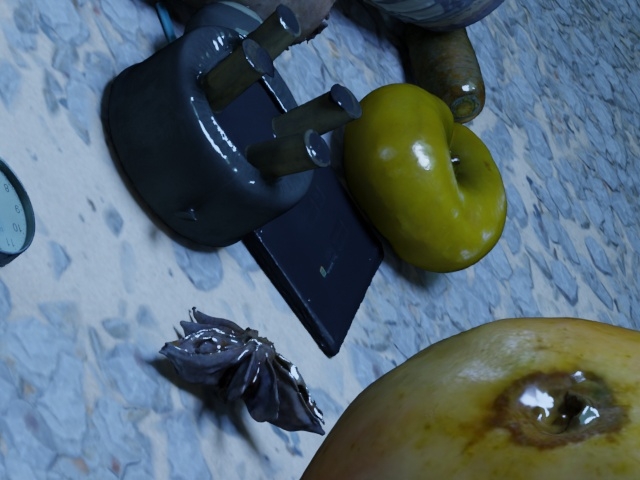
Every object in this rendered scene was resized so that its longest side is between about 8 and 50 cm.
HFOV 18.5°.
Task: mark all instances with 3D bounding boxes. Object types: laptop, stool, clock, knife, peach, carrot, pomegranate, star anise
[{"bbox_3d":[0.000,0.000,1.626,0.135,0.016,0.197,55,27,-15],"label":"laptop"},{"bbox_3d":[-0.068,-0.108,1.477,0.153,0.139,0.228,24,45,-46],"label":"stool"},{"bbox_3d":[-0.217,-0.024,1.263,0.085,0.017,0.085,42,32,-34],"label":"clock"},{"bbox_3d":[-0.115,-0.153,1.585,0.014,0.005,0.091,4,61,-54],"label":"knife"},{"bbox_3d":[0.092,-0.057,1.749,0.179,0.103,0.179,46,26,-30],"label":"peach"},{"bbox_3d":[0.112,-0.240,2.014,0.070,0.070,0.342,40,27,-36],"label":"carrot"},{"bbox_3d":[0.152,0.253,1.253,0.411,0.411,0.411,41,32,-34],"label":"pomegranate"},{"bbox_3d":[-0.065,0.088,1.385,0.129,0.056,0.124,21,21,-47],"label":"star anise"}]

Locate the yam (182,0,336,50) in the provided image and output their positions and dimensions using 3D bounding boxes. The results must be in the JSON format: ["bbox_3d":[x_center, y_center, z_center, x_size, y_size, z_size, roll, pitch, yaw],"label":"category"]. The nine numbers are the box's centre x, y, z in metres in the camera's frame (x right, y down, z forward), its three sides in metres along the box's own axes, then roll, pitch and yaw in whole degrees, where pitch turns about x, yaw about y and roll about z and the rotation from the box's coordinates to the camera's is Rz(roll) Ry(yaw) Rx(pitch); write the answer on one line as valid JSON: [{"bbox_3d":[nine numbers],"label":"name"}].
[{"bbox_3d":[-0.096,-0.251,1.588,0.238,0.129,0.128,27,52,-44],"label":"yam"}]

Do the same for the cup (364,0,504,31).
[{"bbox_3d":[0.054,-0.338,1.889,0.257,0.227,0.301,46,-1,-42],"label":"cup"}]
